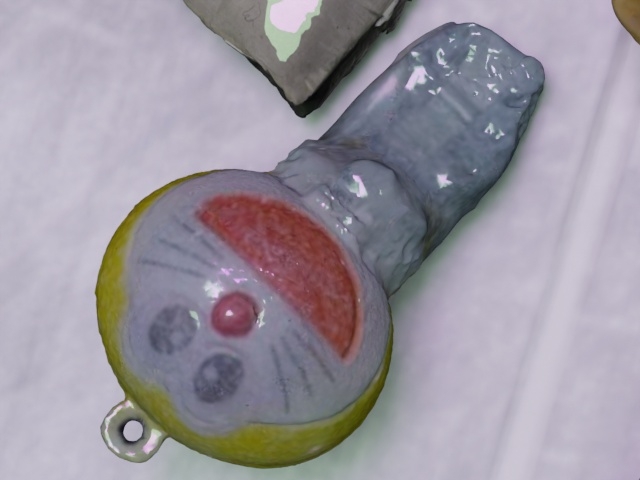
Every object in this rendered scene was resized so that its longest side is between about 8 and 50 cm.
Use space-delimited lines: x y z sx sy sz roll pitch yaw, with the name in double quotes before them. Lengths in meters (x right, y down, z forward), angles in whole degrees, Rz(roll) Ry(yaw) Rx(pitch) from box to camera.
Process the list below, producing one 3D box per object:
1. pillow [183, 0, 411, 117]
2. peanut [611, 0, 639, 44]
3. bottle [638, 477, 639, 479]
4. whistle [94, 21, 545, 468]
"pillow" 0.021 -0.179 0.791 0.148 0.050 0.230 43 92 9
"peanut" 0.177 -0.208 0.708 0.147 0.147 0.305 23 90 16
"bottle" 0.232 0.142 0.657 0.271 0.156 0.143 31 59 15
"whistle" 0.000 0.000 0.748 0.123 0.123 0.223 43 81 15
